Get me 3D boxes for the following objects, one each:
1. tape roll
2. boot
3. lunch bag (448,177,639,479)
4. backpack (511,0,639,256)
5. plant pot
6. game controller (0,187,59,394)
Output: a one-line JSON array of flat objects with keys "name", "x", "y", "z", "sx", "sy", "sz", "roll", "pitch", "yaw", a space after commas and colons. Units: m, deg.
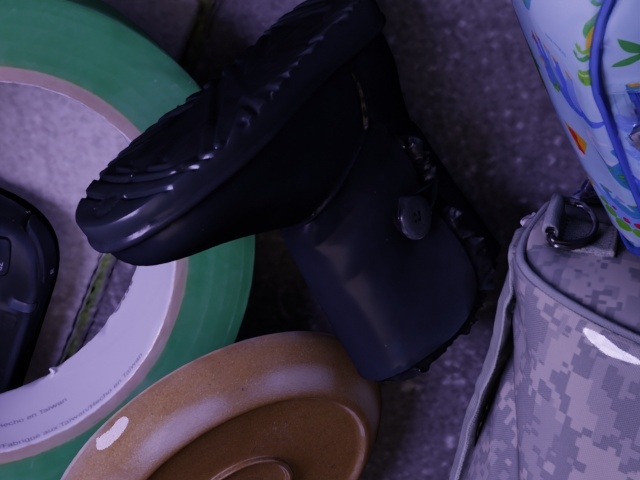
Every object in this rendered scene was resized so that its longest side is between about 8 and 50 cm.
[{"name": "tape roll", "x": -0.199, "y": 0.007, "z": 0.890, "sx": 0.321, "sy": 0.077, "sz": 0.321, "roll": -7, "pitch": 112, "yaw": -19}, {"name": "boot", "x": 0.000, "y": 0.000, "z": 0.861, "sx": 0.094, "sy": 0.246, "sz": 0.207, "roll": -9, "pitch": 118, "yaw": 42}, {"name": "lunch bag", "x": 0.205, "y": 0.138, "z": 0.920, "sx": 0.256, "sy": 0.212, "sz": 0.305, "roll": 17, "pitch": 121, "yaw": 7}, {"name": "backpack", "x": 0.193, "y": -0.146, "z": 0.741, "sx": 0.273, "sy": 0.290, "sz": 0.355, "roll": -36, "pitch": 140, "yaw": 21}, {"name": "plant pot", "x": -0.057, "y": 0.153, "z": 0.971, "sx": 0.236, "sy": 0.032, "sz": 0.236, "roll": -23, "pitch": 141, "yaw": -20}, {"name": "game controller", "x": -0.283, "y": 0.090, "z": 1.024, "sx": 0.166, "sy": 0.067, "sz": 0.319, "roll": 26, "pitch": 116, "yaw": 6}]
